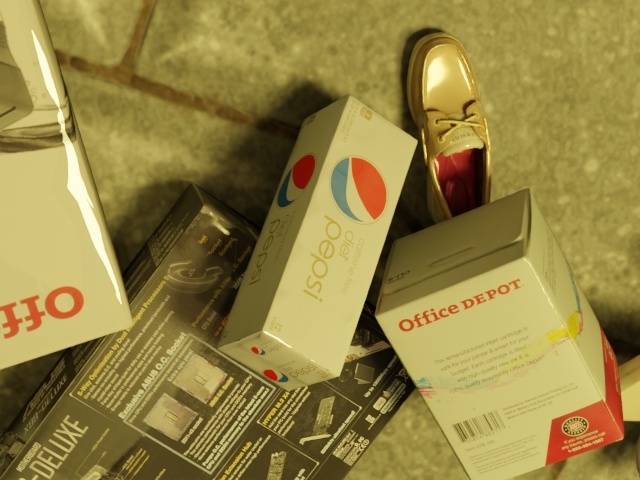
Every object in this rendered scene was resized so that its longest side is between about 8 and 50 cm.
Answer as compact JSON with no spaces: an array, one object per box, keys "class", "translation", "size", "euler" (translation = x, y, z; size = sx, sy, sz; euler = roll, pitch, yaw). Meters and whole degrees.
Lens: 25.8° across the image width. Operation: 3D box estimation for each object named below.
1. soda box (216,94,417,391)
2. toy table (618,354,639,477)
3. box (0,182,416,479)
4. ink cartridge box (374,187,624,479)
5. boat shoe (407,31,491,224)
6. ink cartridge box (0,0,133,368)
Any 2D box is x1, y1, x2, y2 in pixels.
[{"class":"soda box","translation":[0.000,0.000,1.057],"size":[0.074,0.069,0.216],"euler":[33,59,-23]},{"class":"toy table","translation":[0.370,0.106,1.174],"size":[0.274,0.252,0.161],"euler":[-39,129,0]},{"class":"box","translation":[-0.095,0.146,1.140],"size":[0.242,0.076,0.307],"euler":[34,96,-21]},{"class":"ink cartridge box","translation":[0.142,0.074,1.093],"size":[0.128,0.127,0.176],"euler":[-22,112,19]},{"class":"boat shoe","translation":[0.111,-0.082,1.126],"size":[0.063,0.059,0.170],"euler":[-15,111,-9]},{"class":"ink cartridge box","translation":[-0.320,-0.094,0.954],"size":[0.285,0.166,0.395],"euler":[-18,112,-8]}]
